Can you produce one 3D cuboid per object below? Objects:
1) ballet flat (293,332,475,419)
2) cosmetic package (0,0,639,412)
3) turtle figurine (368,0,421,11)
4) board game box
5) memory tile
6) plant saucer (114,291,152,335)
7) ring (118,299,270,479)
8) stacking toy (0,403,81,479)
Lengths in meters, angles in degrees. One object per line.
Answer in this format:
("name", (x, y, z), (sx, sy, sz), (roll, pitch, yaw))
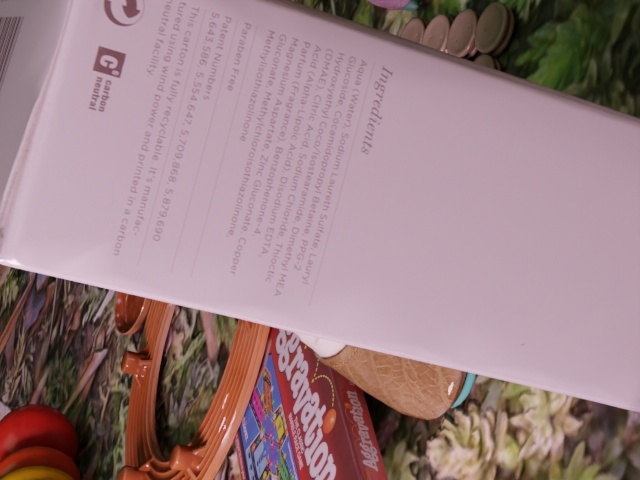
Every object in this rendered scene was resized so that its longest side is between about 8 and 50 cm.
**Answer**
("ballet flat", (0.000, 0.000, 1.126), (0.116, 0.124, 0.342), (-62, 29, 28))
("cosmetic package", (0.007, -0.029, 0.838), (0.217, 0.385, 0.156), (17, 91, 66))
("turtle figurine", (0.088, -0.270, 1.119), (0.234, 0.118, 0.175), (138, 140, -56))
("board game box", (-0.017, 0.140, 1.167), (0.145, 0.027, 0.281), (-59, 25, 26))
("memory tile", (0.088, -0.111, 1.140), (0.148, 0.012, 0.113), (5, 81, 63))
("plant saucer", (-0.183, 0.054, 1.582), (0.083, 0.013, 0.083), (-37, 45, 51))
("ring", (-0.116, 0.082, 1.379), (0.336, 0.032, 0.336), (-164, 90, -70))
("stacking toy", (-0.269, 0.274, 1.525), (0.141, 0.141, 0.330), (-61, 23, 26))
